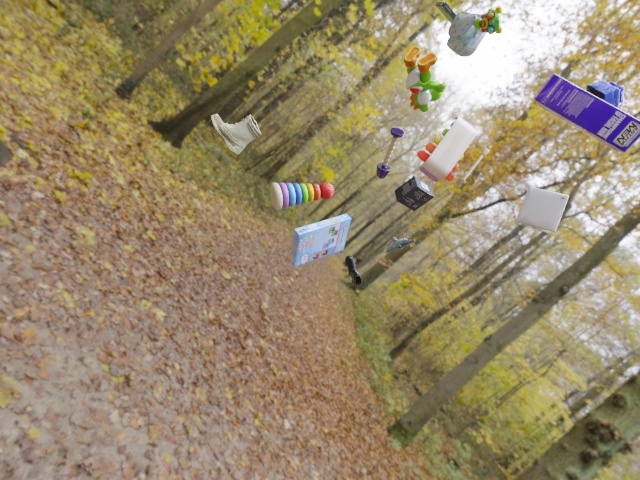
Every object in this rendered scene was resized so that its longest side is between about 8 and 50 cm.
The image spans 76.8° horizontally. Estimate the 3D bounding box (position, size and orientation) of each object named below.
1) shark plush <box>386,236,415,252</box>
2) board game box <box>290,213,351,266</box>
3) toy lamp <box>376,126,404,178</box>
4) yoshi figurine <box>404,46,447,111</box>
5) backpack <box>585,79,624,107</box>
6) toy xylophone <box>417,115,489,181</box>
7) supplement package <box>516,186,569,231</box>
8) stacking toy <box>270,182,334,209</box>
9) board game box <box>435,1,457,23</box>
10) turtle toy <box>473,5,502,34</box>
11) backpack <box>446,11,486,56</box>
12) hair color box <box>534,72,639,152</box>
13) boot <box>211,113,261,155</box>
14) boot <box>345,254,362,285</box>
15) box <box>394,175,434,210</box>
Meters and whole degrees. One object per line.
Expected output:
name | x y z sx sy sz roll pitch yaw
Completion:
shark plush | 0.396 0.027 1.955 0.161 0.067 0.073 -4 -65 44
board game box | 0.000 0.000 1.422 0.039 0.212 0.160 50 -35 34
toy lamp | 0.349 -0.437 2.065 0.080 0.080 0.274 52 -35 31
yoshi figurine | 0.565 -0.854 2.148 0.362 0.203 0.203 56 35 -58
backpack | 1.096 -0.561 1.562 0.120 0.101 0.097 -106 174 -51
toy xylophone | 0.609 -0.401 1.840 0.236 0.322 0.081 45 -3 -3
supplement package | 1.080 -0.143 1.974 0.176 0.177 0.293 21 8 26
stacking toy | -0.086 -0.249 2.097 0.141 0.331 0.141 170 -90 -72
board game box | 0.716 -1.234 2.219 0.186 0.026 0.126 35 23 -22
turtle toy | 0.650 -0.847 1.567 0.130 0.066 0.095 -121 -165 -62
backpack | 0.712 -1.009 1.976 0.145 0.188 0.166 5 29 -35
hair color box | 0.929 -0.438 1.404 0.339 0.110 0.185 40 28 19
boot | -0.370 -0.505 1.778 0.213 0.165 0.077 56 14 7
boot | 0.150 0.138 1.825 0.099 0.045 0.121 -120 -163 -61
box | 0.543 -0.271 2.338 0.156 0.158 0.093 24 45 -33
